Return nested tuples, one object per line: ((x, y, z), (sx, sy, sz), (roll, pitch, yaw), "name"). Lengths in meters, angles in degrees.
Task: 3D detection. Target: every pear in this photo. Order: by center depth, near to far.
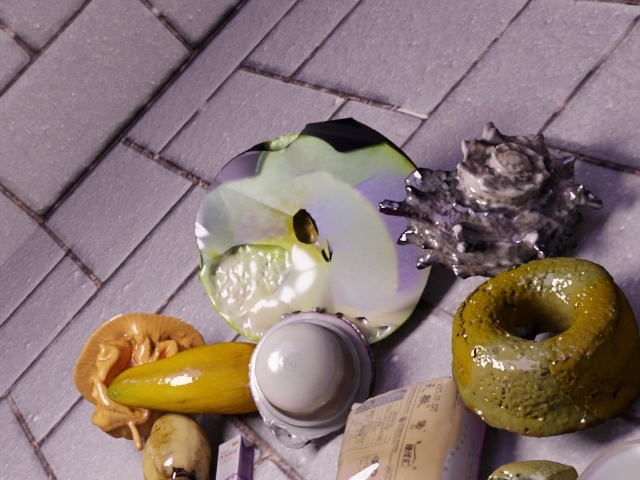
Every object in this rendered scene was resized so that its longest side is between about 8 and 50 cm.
((0.001, 0.004, 1.860), (0.399, 0.399, 0.165), (-43, -10, 4), "pear")

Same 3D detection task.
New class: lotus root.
((-0.237, 0.353, 1.862), (0.125, 0.118, 0.221), (-50, 20, 14), "lotus root")

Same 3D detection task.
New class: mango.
((-0.198, 0.234, 1.874), (0.317, 0.119, 0.176), (-7, 6, 4), "mango")

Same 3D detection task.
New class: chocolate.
((-0.032, 0.199, 1.680), (0.221, 0.147, 0.221), (-3, 79, 17), "chocolate")

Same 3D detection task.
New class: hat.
((-0.314, 0.286, 1.978), (0.244, 0.233, 0.233), (-2, 34, -10), "hat")

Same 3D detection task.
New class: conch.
((0.249, -0.058, 1.656), (0.313, 0.186, 0.240), (-15, 73, 16), "conch")

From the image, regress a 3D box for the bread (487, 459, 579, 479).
((0.262, 0.320, 1.291), (0.103, 0.156, 0.110), (-2, 18, 43), "bread")

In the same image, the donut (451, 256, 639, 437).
((0.285, 0.117, 1.431), (0.272, 0.107, 0.272), (-12, 33, 8), "donut")

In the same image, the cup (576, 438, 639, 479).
((0.318, 0.314, 1.079), (0.258, 0.234, 0.186), (-23, 35, 38), "cup")

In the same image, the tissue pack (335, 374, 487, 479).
((0.107, 0.308, 1.473), (0.215, 0.123, 0.256), (-21, 38, 34), "tissue pack")

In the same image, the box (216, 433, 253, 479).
((-0.138, 0.370, 1.798), (0.051, 0.036, 0.117), (-32, 31, 20), "box")
